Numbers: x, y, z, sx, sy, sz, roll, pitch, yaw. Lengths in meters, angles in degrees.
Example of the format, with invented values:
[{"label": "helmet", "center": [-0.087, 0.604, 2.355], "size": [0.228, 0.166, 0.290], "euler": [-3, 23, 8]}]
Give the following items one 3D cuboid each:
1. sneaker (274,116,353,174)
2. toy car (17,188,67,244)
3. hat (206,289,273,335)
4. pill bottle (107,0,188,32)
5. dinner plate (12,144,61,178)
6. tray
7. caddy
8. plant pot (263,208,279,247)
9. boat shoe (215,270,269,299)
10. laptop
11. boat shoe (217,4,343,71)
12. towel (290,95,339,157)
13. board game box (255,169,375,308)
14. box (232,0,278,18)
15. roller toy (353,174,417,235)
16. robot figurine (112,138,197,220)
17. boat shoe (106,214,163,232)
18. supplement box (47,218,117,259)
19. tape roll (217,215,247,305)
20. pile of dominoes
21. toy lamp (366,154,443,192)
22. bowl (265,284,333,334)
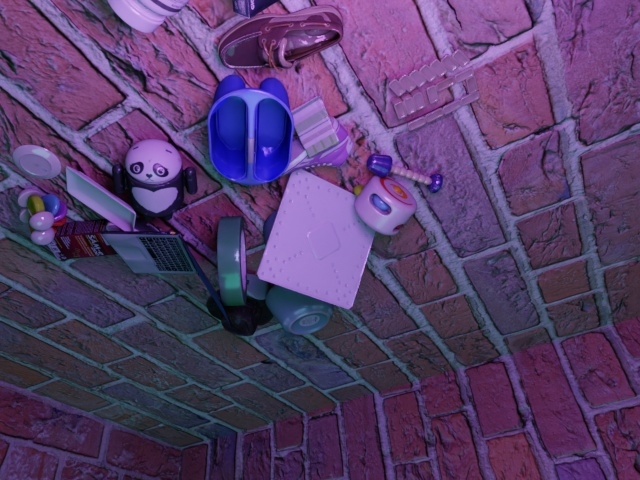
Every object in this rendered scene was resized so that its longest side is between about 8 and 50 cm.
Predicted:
[{"label": "sneaker", "center": [-0.022, -0.259, 1.608], "size": [0.282, 0.102, 0.161], "euler": [-27, 138, 24]}, {"label": "toy car", "center": [-0.930, -0.087, 1.696], "size": [0.136, 0.159, 0.182], "euler": [-21, 152, -38]}, {"label": "hat", "center": [-0.352, 0.348, 2.256], "size": [0.331, 0.134, 0.331], "euler": [-3, 139, -3]}, {"label": "pill bottle", "center": [-0.341, -0.611, 1.110], "size": [0.283, 0.161, 0.161], "euler": [-31, 133, 28]}, {"label": "dinner plate", "center": [-0.903, -0.245, 1.592], "size": [0.141, 0.017, 0.141], "euler": [-3, 141, -3]}, {"label": "tray", "center": [-0.716, -0.133, 1.646], "size": [0.270, 0.030, 0.145], "euler": [35, 143, -1]}, {"label": "caddy", "center": [-0.203, -0.313, 1.462], "size": [0.241, 0.179, 0.341], "euler": [1, 139, -8]}, {"label": "plant pot", "center": [-0.072, 0.035, 1.860], "size": [0.290, 0.196, 0.290], "euler": [-2, 142, -1]}, {"label": "boat shoe", "center": [-0.327, 0.183, 2.102], "size": [0.088, 0.096, 0.267], "euler": [2, 165, 41]}, {"label": "laptop", "center": [-0.527, 0.148, 1.773], "size": [0.407, 0.237, 0.382], "euler": [1, 156, -3]}, {"label": "boat shoe", "center": [-0.105, -0.504, 1.289], "size": [0.341, 0.123, 0.123], "euler": [-10, 139, 6]}, {"label": "towel", "center": [-0.018, -0.339, 1.497], "size": [0.113, 0.152, 0.023], "euler": [-24, 180, 24]}, {"label": "board game box", "center": [0.000, 0.000, 1.740], "size": [0.389, 0.390, 0.050], "euler": [22, 170, -29]}, {"label": "box", "center": [-0.131, -0.635, 1.102], "size": [0.051, 0.175, 0.220], "euler": [27, 144, 20]}, {"label": "roller toy", "center": [0.228, -0.126, 1.709], "size": [0.209, 0.191, 0.146], "euler": [21, 123, -27]}, {"label": "robot figurine", "center": [-0.520, -0.184, 1.579], "size": [0.209, 0.173, 0.278], "euler": [-36, 155, -35]}, {"label": "boat shoe", "center": [-0.626, -0.023, 1.822], "size": [0.114, 0.091, 0.302], "euler": [-11, 146, 32]}, {"label": "supplement box", "center": [-0.864, -0.003, 1.835], "size": [0.239, 0.073, 0.130], "euler": [-6, 139, 0]}, {"label": "tape roll", "center": [-0.312, 0.073, 1.790], "size": [0.077, 0.321, 0.321], "euler": [-2, 140, -5]}, {"label": "pile of dominoes", "center": [0.332, -0.451, 1.484], "size": [0.251, 0.040, 0.196], "euler": [-24, 136, 9]}, {"label": "toy lamp", "center": [0.283, -0.228, 1.691], "size": [0.274, 0.080, 0.080], "euler": [15, 136, -21]}, {"label": "bowl", "center": [-0.069, 0.292, 2.152], "size": [0.311, 0.163, 0.312], "euler": [-13, 144, -9]}]
